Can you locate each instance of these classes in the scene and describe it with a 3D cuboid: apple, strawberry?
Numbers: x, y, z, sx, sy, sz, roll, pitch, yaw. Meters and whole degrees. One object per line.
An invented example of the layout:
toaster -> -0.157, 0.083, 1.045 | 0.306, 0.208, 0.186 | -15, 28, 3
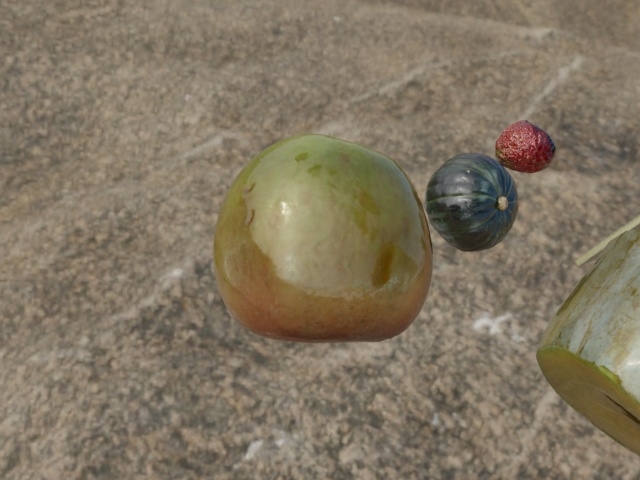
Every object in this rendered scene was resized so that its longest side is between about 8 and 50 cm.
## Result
apple -> 0.000, 0.000, 1.300 | 0.338, 0.305, 0.338 | 1, -3, 0
strawberry -> 0.360, -0.160, 1.509 | 0.106, 0.106, 0.106 | 10, 35, -7

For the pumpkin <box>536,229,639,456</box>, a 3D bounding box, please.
pumpkin -> 0.424, 0.166, 1.063 | 0.199, 0.332, 0.332 | -44, 54, -2

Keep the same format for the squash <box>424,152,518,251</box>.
squash -> 0.317, -0.080, 1.797 | 0.172, 0.218, 0.218 | 18, 30, 38

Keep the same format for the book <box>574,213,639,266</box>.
book -> 0.538, -0.028, 1.402 | 0.241, 0.170, 0.018 | -16, 69, -43
